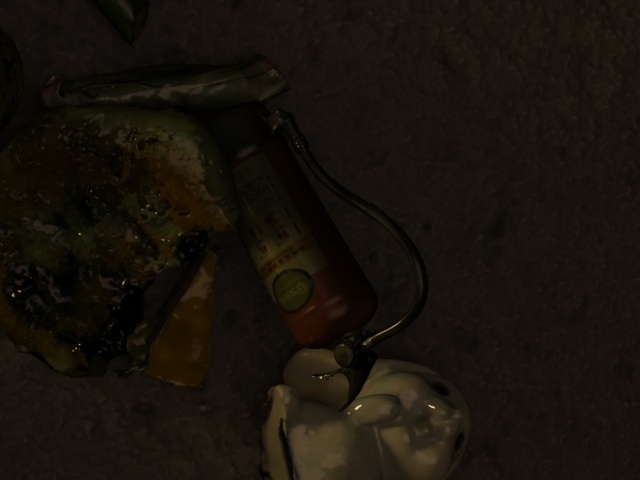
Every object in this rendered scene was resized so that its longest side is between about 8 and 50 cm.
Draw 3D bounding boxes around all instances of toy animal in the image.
[{"bbox_3d":[0.052,0.270,1.936,0.289,0.174,0.249,10,82,-17],"label":"toy animal"}]

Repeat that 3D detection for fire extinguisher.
[{"bbox_3d":[-0.009,0.004,1.810,0.113,0.200,0.376,-22,79,-40],"label":"fire extinguisher"}]

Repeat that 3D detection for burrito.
[{"bbox_3d":[-0.185,-0.183,1.843,0.309,0.096,0.066,-8,108,-16],"label":"burrito"}]

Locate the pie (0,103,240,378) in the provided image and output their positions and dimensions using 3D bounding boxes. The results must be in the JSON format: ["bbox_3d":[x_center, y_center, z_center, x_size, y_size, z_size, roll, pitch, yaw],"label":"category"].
[{"bbox_3d":[-0.268,-0.012,1.802,0.296,0.078,0.371,34,110,-7],"label":"pie"}]

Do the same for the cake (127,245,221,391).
[{"bbox_3d":[-0.149,0.107,1.900,0.116,0.080,0.185,39,80,-15],"label":"cake"}]

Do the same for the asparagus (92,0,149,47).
[{"bbox_3d":[-0.293,-0.352,1.805,0.277,0.060,0.067,48,72,-18],"label":"asparagus"}]

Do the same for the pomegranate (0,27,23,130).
[{"bbox_3d":[-0.444,-0.149,1.725,0.214,0.214,0.248,-9,123,-16],"label":"pomegranate"}]
